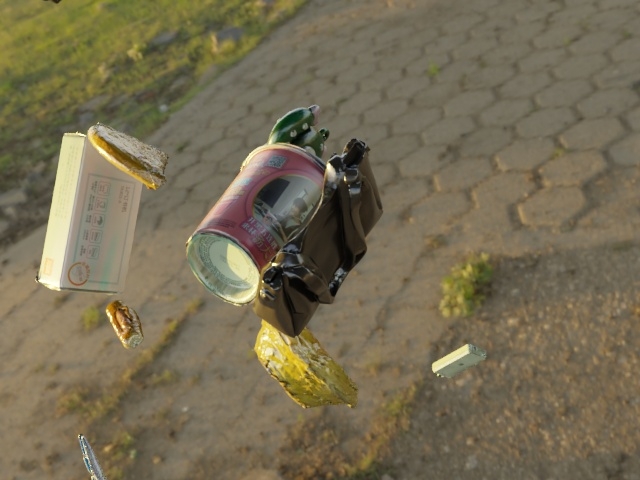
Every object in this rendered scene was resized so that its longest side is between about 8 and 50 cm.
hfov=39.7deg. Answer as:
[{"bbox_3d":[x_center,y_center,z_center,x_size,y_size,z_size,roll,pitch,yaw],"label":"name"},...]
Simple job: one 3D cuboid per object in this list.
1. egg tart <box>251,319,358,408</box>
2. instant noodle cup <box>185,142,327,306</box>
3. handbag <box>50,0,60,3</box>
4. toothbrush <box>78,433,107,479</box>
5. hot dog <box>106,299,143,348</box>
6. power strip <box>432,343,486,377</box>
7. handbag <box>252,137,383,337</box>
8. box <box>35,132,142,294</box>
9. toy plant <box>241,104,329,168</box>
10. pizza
[{"bbox_3d":[-0.047,0.277,2.029,0.132,0.341,0.341,-42,30,-3],"label":"egg tart"},{"bbox_3d":[-0.109,-0.021,1.624,0.243,0.244,0.255,0,34,36],"label":"instant noodle cup"},{"bbox_3d":[-0.721,-0.701,2.030,0.178,0.275,0.302,-60,-4,-3],"label":"handbag"},{"bbox_3d":[-0.428,0.602,1.894,0.042,0.414,0.035,-24,-7,-32],"label":"toothbrush"},{"bbox_3d":[-0.300,0.123,1.357,0.044,0.028,0.137,-36,29,-8],"label":"hot dog"},{"bbox_3d":[0.212,0.184,1.350,0.090,0.040,0.016,-38,41,39],"label":"power strip"},{"bbox_3d":[0.001,0.000,1.370,0.113,0.257,0.285,31,76,12],"label":"handbag"},{"bbox_3d":[-0.393,-0.042,1.527,0.079,0.270,0.135,10,1,44],"label":"box"},{"bbox_3d":[-0.072,-0.200,2.083,0.243,0.232,0.112,-44,65,-4],"label":"toy plant"},{"bbox_3d":[-0.293,-0.131,1.400,0.178,0.041,0.131,32,15,15],"label":"pizza"}]
